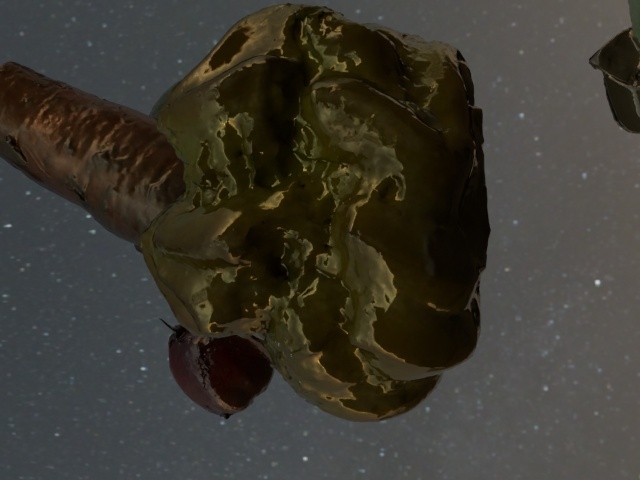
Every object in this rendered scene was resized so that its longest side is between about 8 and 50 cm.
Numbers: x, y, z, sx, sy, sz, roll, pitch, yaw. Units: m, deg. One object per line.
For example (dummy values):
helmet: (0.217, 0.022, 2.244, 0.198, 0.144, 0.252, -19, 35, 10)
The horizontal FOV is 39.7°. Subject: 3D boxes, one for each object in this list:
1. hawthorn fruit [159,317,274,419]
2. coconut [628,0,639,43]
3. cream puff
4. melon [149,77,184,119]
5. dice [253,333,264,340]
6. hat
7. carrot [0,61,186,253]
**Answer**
hawthorn fruit: (-0.194, 0.206, 1.602, 0.235, 0.181, 0.181, 46, -129, -13)
coconut: (0.541, -0.361, 1.135, 0.328, 0.281, 0.328, 23, -90, -85)
cream puff: (-0.003, -0.013, 0.469, 0.195, 0.195, 0.220, -9, -83, -51)
melon: (-0.144, -0.121, 1.072, 0.139, 0.192, 0.139, 10, -120, -17)
dice: (0.000, 0.000, 1.259, 0.259, 0.243, 0.251, 7, -62, -29)
hat: (0.517, -0.254, 1.402, 0.085, 0.147, 0.175, -32, -66, -26)
carrot: (-0.219, -0.085, 0.933, 0.138, 0.302, 0.138, -55, -9, -13)
